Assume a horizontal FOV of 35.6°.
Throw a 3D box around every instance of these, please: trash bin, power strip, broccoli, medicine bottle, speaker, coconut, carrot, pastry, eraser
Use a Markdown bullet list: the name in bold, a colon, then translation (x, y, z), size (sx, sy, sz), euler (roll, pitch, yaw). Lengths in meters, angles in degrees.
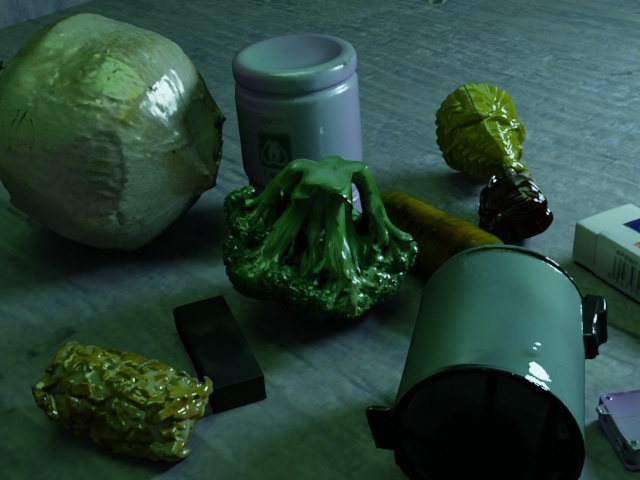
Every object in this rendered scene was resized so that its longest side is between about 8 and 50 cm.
- **trash bin**: translation (0.209, 0.162, 1.210), size (0.277, 0.217, 0.262), euler (-4, 29, 16)
- **power strip**: translation (0.487, 0.221, 1.246), size (0.278, 0.038, 0.109), euler (-7, 30, -4)
- **broccoli**: translation (0.000, 0.000, 1.491), size (0.294, 0.245, 0.265), euler (-3, 30, -5)
- **medicine bottle**: translation (-0.032, -0.170, 1.711), size (0.212, 0.326, 0.212), euler (-4, 31, 3)
- **speaker**: translation (-0.149, 0.159, 1.437), size (0.082, 0.044, 0.218), euler (-14, 31, -15)
- **coconut**: translation (-0.336, -0.168, 1.701), size (0.404, 0.405, 0.405), euler (-4, 30, 2)
- **carrot**: translation (0.192, 0.011, 1.583), size (0.114, 0.114, 0.302), euler (-20, 31, -25)
- **pastry**: translation (-0.273, 0.211, 1.309), size (0.249, 0.102, 0.154), euler (10, 35, 21)
- **eraser**: translation (0.521, 0.039, 1.512), size (0.124, 0.081, 0.279), euler (-19, 33, -23)

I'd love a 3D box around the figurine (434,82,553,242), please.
- **figurine**: translation (0.323, -0.120, 1.754), size (0.168, 0.187, 0.315), euler (-6, 38, -10)
